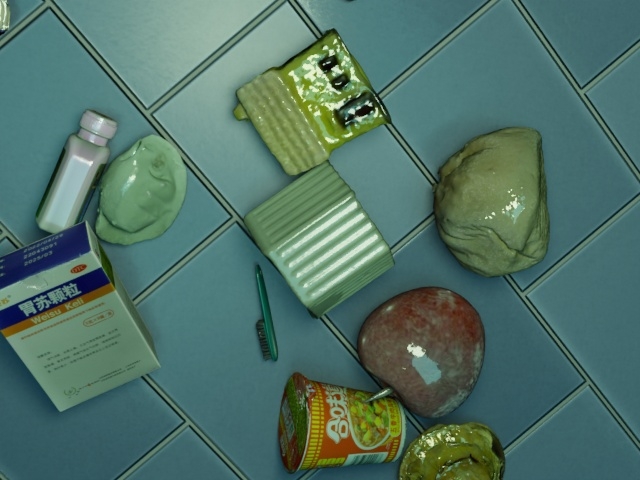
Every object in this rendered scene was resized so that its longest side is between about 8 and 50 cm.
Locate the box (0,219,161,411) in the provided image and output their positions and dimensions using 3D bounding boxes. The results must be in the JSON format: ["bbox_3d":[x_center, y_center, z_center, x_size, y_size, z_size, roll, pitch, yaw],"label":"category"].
[{"bbox_3d":[-0.432,0.138,1.497,0.200,0.106,0.299,-24,129,-5],"label":"box"}]

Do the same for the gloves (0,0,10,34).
[{"bbox_3d":[-0.561,-0.487,1.389,0.210,0.135,0.312,11,97,-7],"label":"gloves"}]

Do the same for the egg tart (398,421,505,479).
[{"bbox_3d":[0.275,0.479,1.740,0.241,0.106,0.241,-3,105,-12],"label":"egg tart"}]

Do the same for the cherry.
[{"bbox_3d":[0.188,0.215,1.611,0.285,0.213,0.236,-39,107,-14],"label":"cherry"}]

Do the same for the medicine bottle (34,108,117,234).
[{"bbox_3d":[-0.423,-0.118,1.495,0.078,0.115,0.219,24,97,-12],"label":"medicine bottle"}]

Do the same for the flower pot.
[{"bbox_3d":[0.000,0.000,1.540,0.190,0.239,0.209,-35,72,0],"label":"flower pot"}]

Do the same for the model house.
[{"bbox_3d":[-0.022,-0.239,1.524,0.234,0.175,0.193,-31,105,8],"label":"model house"}]

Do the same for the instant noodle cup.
[{"bbox_3d":[0.046,0.355,1.648,0.212,0.193,0.193,7,100,-18],"label":"instant noodle cup"}]

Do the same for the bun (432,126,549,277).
[{"bbox_3d":[0.311,-0.068,1.574,0.205,0.281,0.281,-6,104,18],"label":"bun"}]

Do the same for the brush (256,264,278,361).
[{"bbox_3d":[-0.112,0.141,1.640,0.032,0.043,0.193,-9,102,10],"label":"brush"}]

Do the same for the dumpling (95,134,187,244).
[{"bbox_3d":[-0.328,-0.092,1.534,0.108,0.153,0.219,42,106,26],"label":"dumpling"}]
